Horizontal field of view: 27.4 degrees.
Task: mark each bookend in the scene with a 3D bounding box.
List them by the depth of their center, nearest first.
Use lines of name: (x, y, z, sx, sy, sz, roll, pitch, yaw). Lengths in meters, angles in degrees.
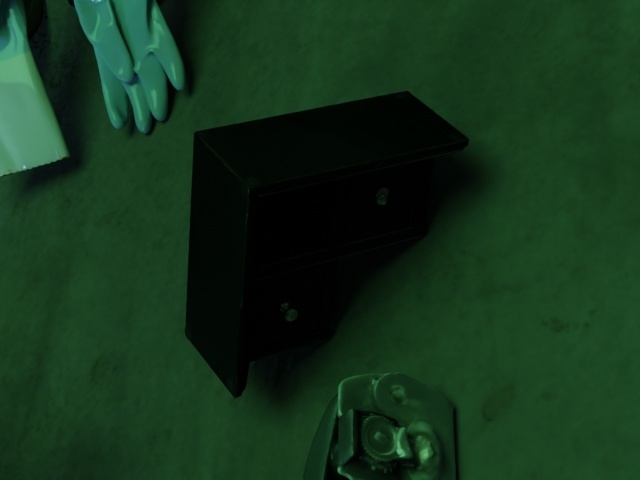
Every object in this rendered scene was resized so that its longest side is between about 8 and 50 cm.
bookend: (0.000, 0.000, 0.839, 0.072, 0.156, 0.157, 45, 139, 43)

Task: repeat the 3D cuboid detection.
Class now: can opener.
can opener: (0.033, 0.208, 0.721, 0.095, 0.076, 0.283, 134, 144, -53)

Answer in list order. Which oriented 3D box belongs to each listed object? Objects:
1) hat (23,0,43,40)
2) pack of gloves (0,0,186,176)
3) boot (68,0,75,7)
hat: (-0.423, -0.243, 1.186, 0.134, 0.331, 0.331, -48, 43, 28)
pack of gloves: (-0.213, -0.185, 1.076, 0.195, 0.046, 0.232, -14, 94, 14)
boot: (-0.208, -0.234, 1.129, 0.121, 0.099, 0.045, 10, 72, 40)
